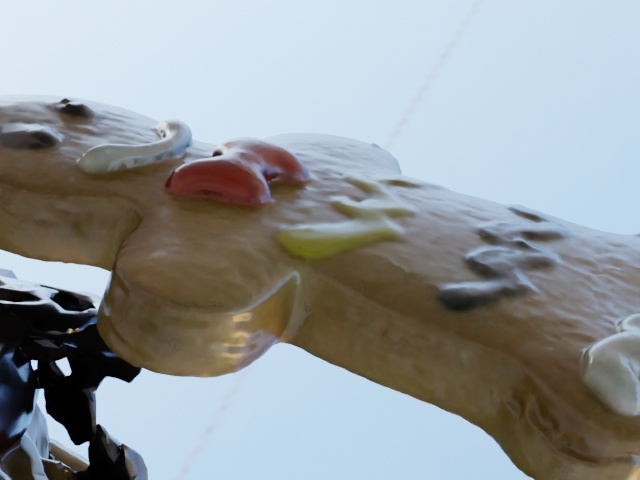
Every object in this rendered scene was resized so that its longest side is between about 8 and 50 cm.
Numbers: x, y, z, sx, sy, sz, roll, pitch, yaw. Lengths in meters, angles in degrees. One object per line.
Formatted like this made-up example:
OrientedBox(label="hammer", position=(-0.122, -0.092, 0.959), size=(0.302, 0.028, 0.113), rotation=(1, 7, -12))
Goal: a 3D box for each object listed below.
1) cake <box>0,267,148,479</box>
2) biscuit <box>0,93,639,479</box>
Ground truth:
OrientedBox(label="cake", position=(-0.170, 0.111, 0.588), size=(0.332, 0.321, 0.332), rotation=(8, -154, -4))
OrientedBox(label="biscuit", position=(0.000, -0.002, 0.513), size=(0.240, 0.035, 0.158), rotation=(17, -158, 11))
